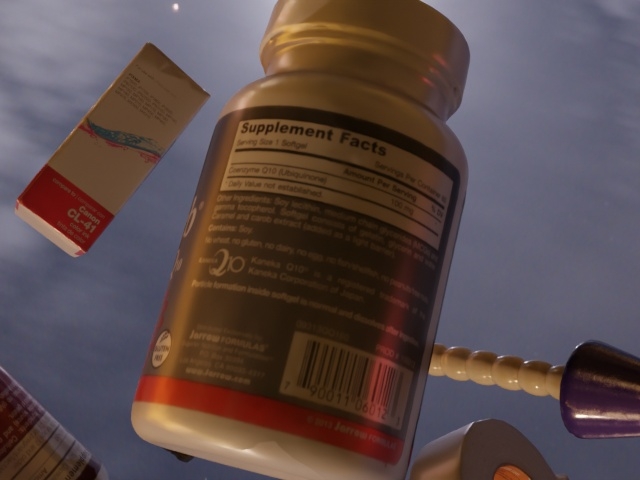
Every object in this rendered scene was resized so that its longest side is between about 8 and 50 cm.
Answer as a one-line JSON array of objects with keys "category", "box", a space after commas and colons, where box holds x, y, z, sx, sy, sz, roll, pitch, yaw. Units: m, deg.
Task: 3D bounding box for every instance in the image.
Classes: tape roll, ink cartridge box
[{"category": "tape roll", "box": [0.190, 0.304, 1.005, 0.219, 0.072, 0.219, 34, -141, -32]}, {"category": "ink cartridge box", "box": [-0.324, -0.130, 1.453, 0.131, 0.226, 0.306, 41, -103, -11]}]

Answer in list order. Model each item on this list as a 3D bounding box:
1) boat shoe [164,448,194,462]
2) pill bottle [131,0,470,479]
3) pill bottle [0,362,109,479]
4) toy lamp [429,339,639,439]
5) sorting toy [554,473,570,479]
[{"category": "boat shoe", "box": [-0.090, 0.172, 1.171, 0.091, 0.109, 0.305, 44, -137, 19]}, {"category": "pill bottle", "box": [0.000, 0.000, 0.741, 0.210, 0.210, 0.363, 12, -106, 7]}, {"category": "pill bottle", "box": [-0.375, 0.269, 1.028, 0.392, 0.224, 0.224, 47, -118, -7]}, {"category": "toy lamp", "box": [0.152, 0.109, 0.780, 0.274, 0.080, 0.080, 6, -134, 45]}, {"category": "sorting toy", "box": [0.202, 0.443, 1.223, 0.255, 0.257, 0.089, -3, -160, -4]}]
